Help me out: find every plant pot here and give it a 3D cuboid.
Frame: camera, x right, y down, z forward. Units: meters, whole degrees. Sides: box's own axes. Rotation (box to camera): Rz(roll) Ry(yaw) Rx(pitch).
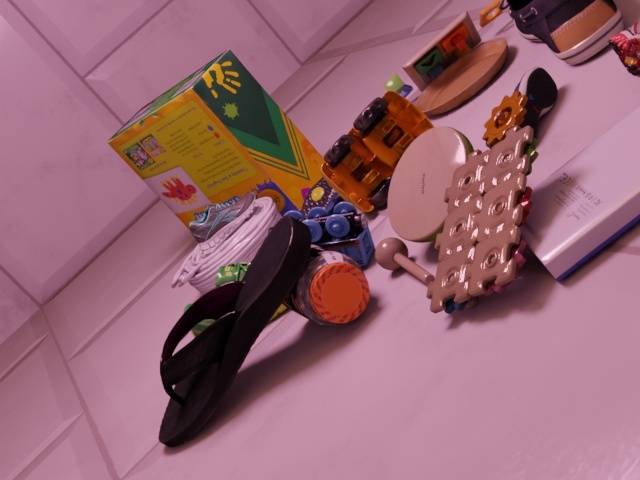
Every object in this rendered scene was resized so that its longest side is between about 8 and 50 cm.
[{"bbox_3d":[0.302,-0.338,2.065,0.236,0.032,0.236,-37,16,13],"label":"plant pot"}]

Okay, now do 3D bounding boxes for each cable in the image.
[{"bbox_3d":[-0.187,0.015,2.156,0.257,0.089,0.257,-31,19,28],"label":"cable"}]

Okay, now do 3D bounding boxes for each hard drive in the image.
[{"bbox_3d":[0.389,-0.091,1.241,0.319,0.040,0.210,-39,17,8],"label":"hard drive"}]

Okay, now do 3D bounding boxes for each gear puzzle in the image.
[{"bbox_3d":[0.232,-0.059,1.320,0.175,0.044,0.338,-32,36,51],"label":"gear puzzle"}]

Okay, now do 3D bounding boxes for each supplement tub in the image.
[{"bbox_3d":[0.001,0.071,1.552,0.117,0.117,0.190,-44,17,-11],"label":"supplement tub"}]

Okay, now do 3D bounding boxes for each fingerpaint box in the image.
[{"bbox_3d":[-0.246,-0.205,2.343,0.445,0.371,0.163,-19,28,53],"label":"fingerpaint box"}]

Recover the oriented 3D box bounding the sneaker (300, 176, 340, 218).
[{"bbox_3d":[0.037,-0.113,2.052,0.069,0.082,0.209,26,84,41],"label":"sneaker"}]

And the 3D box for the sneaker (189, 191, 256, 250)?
[{"bbox_3d":[-0.210,-0.055,2.094,0.166,0.076,0.065,-44,18,-12],"label":"sneaker"}]

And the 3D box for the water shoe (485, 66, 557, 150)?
[{"bbox_3d":[0.329,-0.217,1.633,0.080,0.073,0.203,-27,21,46],"label":"water shoe"}]

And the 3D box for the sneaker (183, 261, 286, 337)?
[{"bbox_3d":[-0.126,0.086,1.779,0.296,0.123,0.109,-37,17,10],"label":"sneaker"}]

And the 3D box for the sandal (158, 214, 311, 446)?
[{"bbox_3d":[-0.169,0.136,1.574,0.445,0.107,0.167,-58,21,18],"label":"sandal"}]

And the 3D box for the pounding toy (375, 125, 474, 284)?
[{"bbox_3d":[0.193,-0.047,1.506,0.183,0.110,0.236,22,93,59],"label":"pounding toy"}]

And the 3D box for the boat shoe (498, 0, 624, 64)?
[{"bbox_3d":[0.444,-0.469,1.876,0.187,0.156,0.500,-38,16,16],"label":"boat shoe"}]

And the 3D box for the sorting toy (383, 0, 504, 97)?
[{"bbox_3d":[0.281,-0.410,2.180,0.348,0.047,0.196,-41,-17,9],"label":"sorting toy"}]

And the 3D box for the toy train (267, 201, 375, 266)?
[{"bbox_3d":[0.000,0.000,1.680,0.184,0.105,0.080,-9,22,22],"label":"toy train"}]

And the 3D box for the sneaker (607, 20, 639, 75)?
[{"bbox_3d":[0.496,-0.290,1.425,0.093,0.088,0.225,-37,17,9],"label":"sneaker"}]

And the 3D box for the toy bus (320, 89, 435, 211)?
[{"bbox_3d":[0.094,-0.157,1.907,0.220,0.149,0.211,-48,5,-14],"label":"toy bus"}]
